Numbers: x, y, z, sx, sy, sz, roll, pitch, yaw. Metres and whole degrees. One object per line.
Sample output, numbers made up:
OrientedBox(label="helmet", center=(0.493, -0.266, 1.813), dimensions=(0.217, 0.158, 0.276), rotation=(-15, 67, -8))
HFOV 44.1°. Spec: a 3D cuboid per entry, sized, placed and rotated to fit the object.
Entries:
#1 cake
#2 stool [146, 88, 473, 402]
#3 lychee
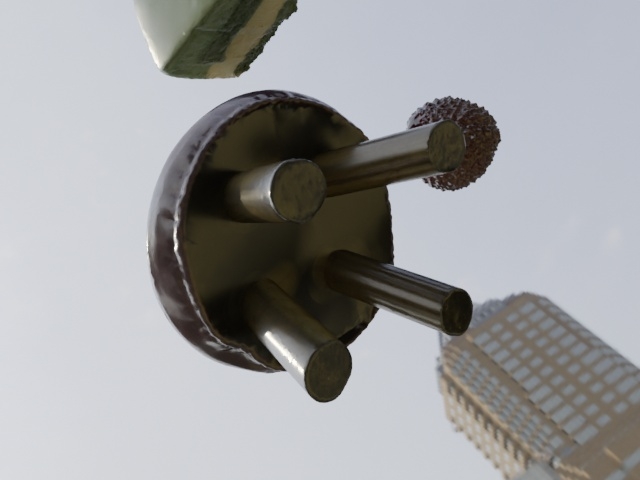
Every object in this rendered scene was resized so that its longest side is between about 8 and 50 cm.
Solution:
OrientedBox(label="cake", center=(-0.104, -0.309, 1.055), dimensions=(0.158, 0.283, 0.172), rotation=(-17, -74, -47))
OrientedBox(label="stool", center=(0.000, 0.000, 0.707), dimensions=(0.272, 0.178, 0.272), rotation=(-7, -79, -38))
OrientedBox(label="lychee", center=(0.165, -0.121, 0.996), dimensions=(0.123, 0.129, 0.123), rotation=(-9, -76, -38))
